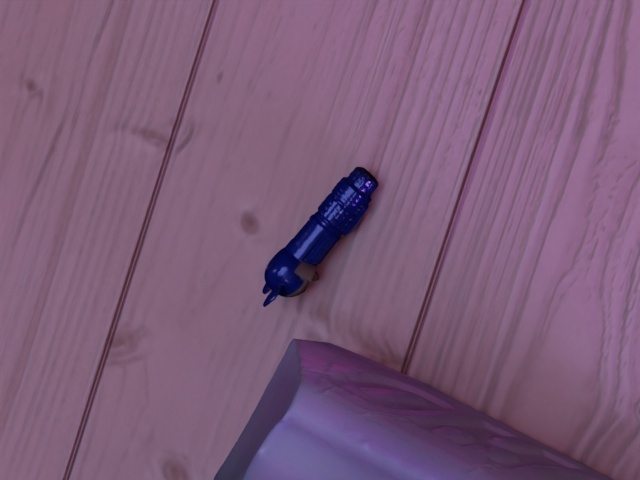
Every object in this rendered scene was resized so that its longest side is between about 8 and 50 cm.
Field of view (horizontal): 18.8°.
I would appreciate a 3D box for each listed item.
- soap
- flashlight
[{"bbox_3d":[0.090,0.179,1.233,0.347,0.208,0.115,26,97,30],"label":"soap"},{"bbox_3d":[0.000,0.000,1.400,0.035,0.057,0.121,39,100,-10],"label":"flashlight"}]
